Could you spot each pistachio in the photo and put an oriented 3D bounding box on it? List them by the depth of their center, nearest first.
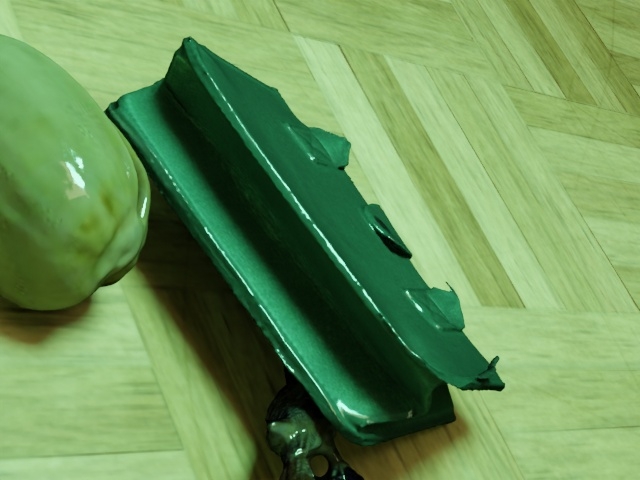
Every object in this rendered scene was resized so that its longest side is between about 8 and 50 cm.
[{"bbox_3d":[-0.193,-0.048,0.878,0.206,0.131,0.129,51,-12,21],"label":"pistachio"}]

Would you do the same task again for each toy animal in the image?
[{"bbox_3d":[-0.007,0.124,0.918,0.105,0.070,0.202,48,20,-32],"label":"toy animal"}]

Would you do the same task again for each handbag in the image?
[{"bbox_3d":[0.000,-0.001,1.005,0.326,0.089,0.238,52,15,15],"label":"handbag"}]
